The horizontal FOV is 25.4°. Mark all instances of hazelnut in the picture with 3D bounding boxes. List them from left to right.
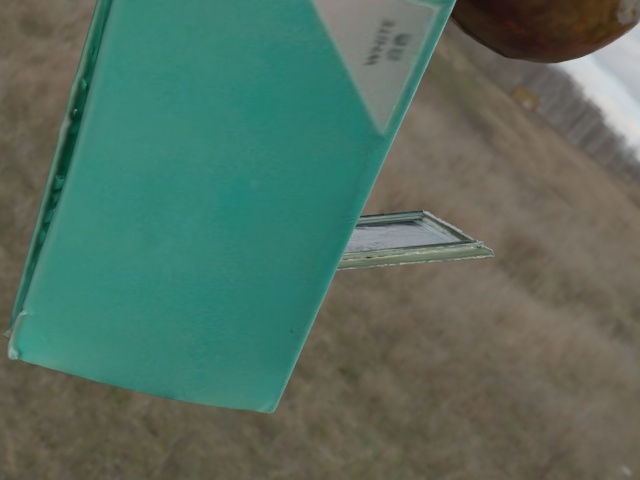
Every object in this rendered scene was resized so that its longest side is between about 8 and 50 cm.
[{"bbox_3d":[0.115,-0.201,0.811,0.178,0.178,0.204,-115,-178,-66],"label":"hazelnut"}]

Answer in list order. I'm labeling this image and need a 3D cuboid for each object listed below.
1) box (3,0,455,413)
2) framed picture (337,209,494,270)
[{"bbox_3d":[-0.037,-0.100,0.625,0.118,0.205,0.311,15,31,-9],"label":"box"},{"bbox_3d":[0.000,0.000,1.418,0.296,0.019,0.232,-5,11,-11],"label":"framed picture"}]
